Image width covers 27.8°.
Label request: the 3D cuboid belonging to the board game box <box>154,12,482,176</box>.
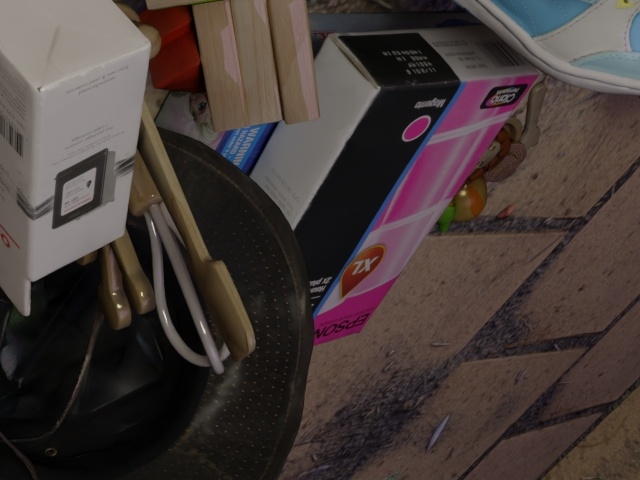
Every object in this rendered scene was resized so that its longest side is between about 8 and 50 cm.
[{"bbox_3d":[-0.021,-0.038,1.023,0.318,0.066,0.318,-12,144,-47],"label":"board game box"}]

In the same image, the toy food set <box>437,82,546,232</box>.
[{"bbox_3d":[0.153,-0.067,1.257,0.192,0.038,0.132,-33,155,-14],"label":"toy food set"}]

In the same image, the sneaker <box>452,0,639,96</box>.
[{"bbox_3d":[0.140,-0.175,0.669,0.208,0.319,0.127,175,-63,-76],"label":"sneaker"}]

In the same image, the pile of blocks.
[{"bbox_3d":[-0.071,-0.187,0.635,0.112,0.149,0.362,-10,154,-4],"label":"pile of blocks"}]

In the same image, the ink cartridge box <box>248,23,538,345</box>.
[{"bbox_3d":[0.000,0.000,0.965,0.176,0.069,0.371,-13,147,-45],"label":"ink cartridge box"}]

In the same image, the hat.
[{"bbox_3d":[-0.174,0.071,0.839,0.331,0.331,0.134,-27,-170,-27],"label":"hat"}]

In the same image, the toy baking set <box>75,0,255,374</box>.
[{"bbox_3d":[-0.098,-0.033,0.676,0.030,0.256,0.197,-21,110,-26],"label":"toy baking set"}]

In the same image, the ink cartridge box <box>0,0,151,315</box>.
[{"bbox_3d":[-0.143,-0.056,0.626,0.060,0.104,0.180,-30,157,-31],"label":"ink cartridge box"}]
